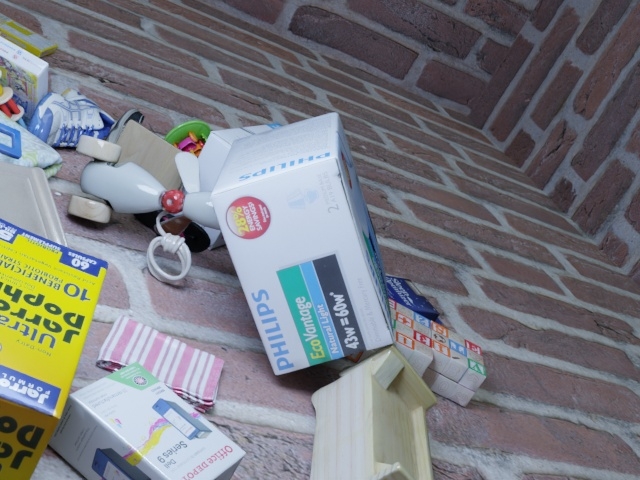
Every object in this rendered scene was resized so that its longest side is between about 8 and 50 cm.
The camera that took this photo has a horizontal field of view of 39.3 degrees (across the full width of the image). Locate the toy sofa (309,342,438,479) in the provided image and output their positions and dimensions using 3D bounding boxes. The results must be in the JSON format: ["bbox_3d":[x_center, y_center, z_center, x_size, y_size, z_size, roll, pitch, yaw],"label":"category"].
[{"bbox_3d":[0.092,0.342,1.434,0.150,0.177,0.362,50,16,-18],"label":"toy sofa"}]

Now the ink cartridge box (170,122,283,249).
[{"bbox_3d":[-0.164,-0.128,1.976,0.129,0.223,0.307,36,22,15],"label":"ink cartridge box"}]

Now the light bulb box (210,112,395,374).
[{"bbox_3d":[-0.023,-0.009,1.644,0.361,0.225,0.358,-88,161,-70],"label":"light bulb box"}]

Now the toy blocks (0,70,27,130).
[{"bbox_3d":[-0.676,-0.288,1.852,0.123,0.148,0.054,14,54,27],"label":"toy blocks"}]

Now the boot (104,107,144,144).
[{"bbox_3d":[-0.395,-0.201,2.036,0.178,0.085,0.236,29,27,-10],"label":"boot"}]

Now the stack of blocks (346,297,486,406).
[{"bbox_3d":[0.190,0.225,1.844,0.297,0.087,0.171,28,22,-6],"label":"stack of blocks"}]

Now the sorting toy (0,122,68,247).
[{"bbox_3d":[-0.532,-0.051,1.495,0.196,0.047,0.348,7,54,-54],"label":"sorting toy"}]

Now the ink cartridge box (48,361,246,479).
[{"bbox_3d":[-0.230,0.277,1.198,0.212,0.093,0.154,38,22,14],"label":"ink cartridge box"}]

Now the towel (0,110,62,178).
[{"bbox_3d":[-0.701,-0.191,1.627,0.320,0.090,0.374,37,23,9],"label":"towel"}]

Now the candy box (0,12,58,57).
[{"bbox_3d":[-0.797,-0.541,2.331,0.205,0.027,0.105,29,24,-2],"label":"candy box"}]

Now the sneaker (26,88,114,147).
[{"bbox_3d":[-0.531,-0.250,1.929,0.131,0.112,0.296,29,23,-4],"label":"sneaker"}]

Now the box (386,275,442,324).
[{"bbox_3d":[0.187,0.135,2.107,0.225,0.037,0.136,12,28,-41],"label":"box"}]

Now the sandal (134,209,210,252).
[{"bbox_3d":[-0.304,-0.022,1.795,0.179,0.067,0.040,27,32,8],"label":"sandal"}]

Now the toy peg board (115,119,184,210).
[{"bbox_3d":[-0.357,-0.140,1.865,0.160,0.161,0.079,32,7,5],"label":"toy peg board"}]

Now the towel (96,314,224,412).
[{"bbox_3d":[-0.251,0.192,1.438,0.197,0.029,0.144,26,21,-10],"label":"towel"}]

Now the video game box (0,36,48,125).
[{"bbox_3d":[-0.658,-0.341,1.863,0.187,0.205,0.048,32,59,-1],"label":"video game box"}]

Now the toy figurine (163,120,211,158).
[{"bbox_3d":[-0.278,-0.176,2.135,0.159,0.130,0.173,58,7,25],"label":"toy figurine"}]

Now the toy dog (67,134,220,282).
[{"bbox_3d":[-0.325,-0.084,1.725,0.333,0.220,0.161,35,6,3],"label":"toy dog"}]

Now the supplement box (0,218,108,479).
[{"bbox_3d":[-0.412,0.147,1.111,0.194,0.195,0.357,24,23,-16],"label":"supplement box"}]
